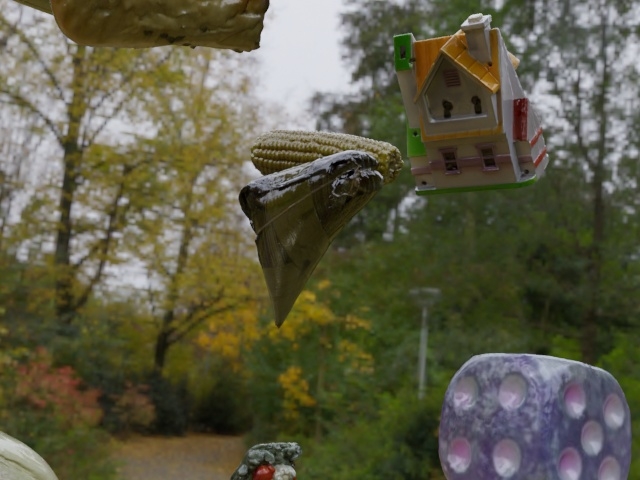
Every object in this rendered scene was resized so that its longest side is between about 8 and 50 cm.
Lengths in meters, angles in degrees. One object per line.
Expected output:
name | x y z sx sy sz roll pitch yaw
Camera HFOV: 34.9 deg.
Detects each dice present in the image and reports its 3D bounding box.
dice | 0.404 0.367 1.926 0.270 0.271 0.270 20 -19 -35

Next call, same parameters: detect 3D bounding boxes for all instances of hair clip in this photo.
hair clip | -0.145 0.517 1.958 0.138 0.321 0.091 10 34 -42

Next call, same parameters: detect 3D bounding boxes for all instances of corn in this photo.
corn | 0.005 -0.178 2.191 0.363 0.120 0.120 6 -9 28

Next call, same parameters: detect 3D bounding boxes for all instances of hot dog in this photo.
hot dog | -0.288 -0.468 1.592 0.196 0.367 0.366 -13 -1 44

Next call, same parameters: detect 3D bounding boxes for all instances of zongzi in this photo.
zongzi | 0.000 0.000 1.995 0.289 0.317 0.154 -13 -6 41

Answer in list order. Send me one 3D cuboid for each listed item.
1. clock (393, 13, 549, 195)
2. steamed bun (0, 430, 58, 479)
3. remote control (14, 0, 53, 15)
clock | 0.268 -0.256 1.855 0.235 0.309 0.166 -3 27 30
steamed bun | -0.459 0.341 1.398 0.200 0.154 0.250 5 -29 47
remote control | -0.442 -0.413 1.657 0.230 0.090 0.049 16 -42 -28
